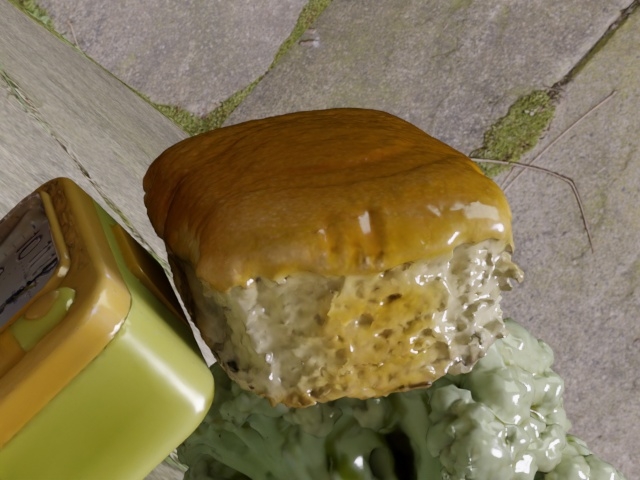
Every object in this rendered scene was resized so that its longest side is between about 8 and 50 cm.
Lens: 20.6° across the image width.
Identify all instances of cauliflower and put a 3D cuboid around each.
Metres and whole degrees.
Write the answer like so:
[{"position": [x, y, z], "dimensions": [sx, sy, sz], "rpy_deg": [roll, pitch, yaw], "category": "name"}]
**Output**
[{"position": [0.075, 0.166, 1.016], "dimensions": [0.327, 0.260, 0.281], "rpy_deg": [15, 11, -21], "category": "cauliflower"}]

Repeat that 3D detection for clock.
[{"position": [-0.141, 0.061, 0.891], "dimensions": [0.096, 0.143, 0.202], "rpy_deg": [43, 4, -23], "category": "clock"}]

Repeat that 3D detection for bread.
[{"position": [0.000, 0.000, 0.931], "dimensions": [0.174, 0.121, 0.245], "rpy_deg": [-3, 18, -12], "category": "bread"}]
